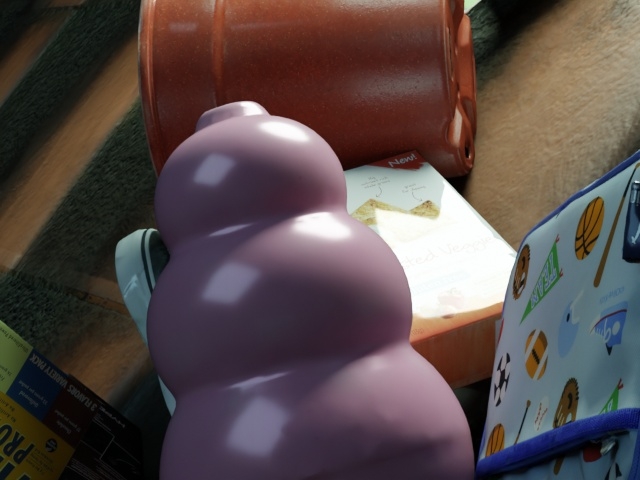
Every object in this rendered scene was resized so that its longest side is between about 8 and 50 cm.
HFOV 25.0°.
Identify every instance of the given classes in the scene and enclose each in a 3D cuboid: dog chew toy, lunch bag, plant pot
[{"bbox_3d":[-0.023,0.071,0.953,0.207,0.207,0.331,-21,79,38],"label":"dog chew toy"},{"bbox_3d":[0.183,0.083,0.854,0.303,0.115,0.243,126,159,-72],"label":"lunch bag"},{"bbox_3d":[0.002,-0.149,1.334,0.265,0.272,0.272,-3,44,14],"label":"plant pot"}]

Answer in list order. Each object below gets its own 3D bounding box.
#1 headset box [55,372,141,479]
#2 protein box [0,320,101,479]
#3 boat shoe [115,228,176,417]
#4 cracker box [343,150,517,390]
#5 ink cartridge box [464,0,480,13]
[{"bbox_3d":[-0.275,0.298,1.339,0.218,0.110,0.293,-37,30,15],"label":"headset box"},{"bbox_3d":[-0.345,0.193,1.304,0.200,0.136,0.201,-7,47,48],"label":"protein box"},{"bbox_3d":[-0.104,0.082,1.398,0.119,0.121,0.335,-36,41,4],"label":"boat shoe"},{"bbox_3d":[0.062,0.026,1.153,0.156,0.067,0.232,-18,38,-18],"label":"cracker box"},{"bbox_3d":[0.238,-0.328,1.489,0.235,0.056,0.171,-41,29,18],"label":"ink cartridge box"}]
